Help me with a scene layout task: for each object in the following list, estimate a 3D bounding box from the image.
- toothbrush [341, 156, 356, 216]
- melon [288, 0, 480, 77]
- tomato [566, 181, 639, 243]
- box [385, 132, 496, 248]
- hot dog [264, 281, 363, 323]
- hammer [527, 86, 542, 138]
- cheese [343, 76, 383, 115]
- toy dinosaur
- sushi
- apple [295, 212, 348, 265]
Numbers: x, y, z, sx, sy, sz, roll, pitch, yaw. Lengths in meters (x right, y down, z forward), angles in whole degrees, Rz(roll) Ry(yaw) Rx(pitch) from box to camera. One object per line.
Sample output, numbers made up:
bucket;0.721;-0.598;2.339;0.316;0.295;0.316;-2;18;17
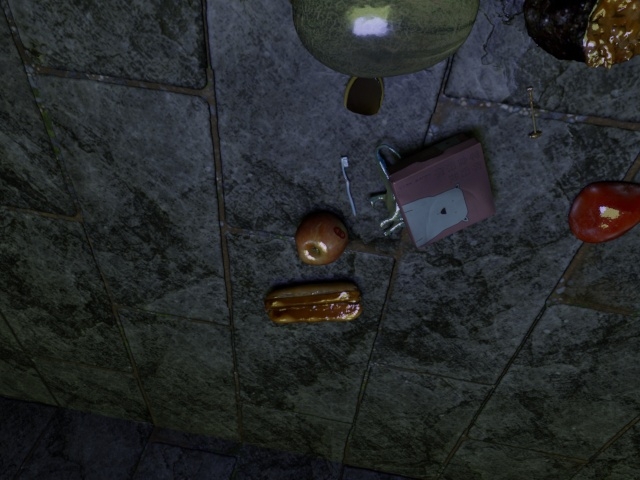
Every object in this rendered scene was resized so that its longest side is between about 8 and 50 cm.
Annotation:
toothbrush;0.076;-0.137;1.235;0.019;0.013;0.193;-8;130;8
melon;0.108;-0.412;0.821;0.330;0.248;0.248;7;133;2
tomato;0.698;-0.051;1.130;0.167;0.082;0.174;7;131;5
box;0.284;-0.119;1.113;0.215;0.086;0.215;-26;125;4
hot dog;-0.033;0.196;1.509;0.338;0.100;0.135;-8;121;17
hammer;0.463;-0.278;1.024;0.029;0.014;0.123;-16;124;14
cheese;0.103;-0.353;1.017;0.086;0.036;0.162;14;133;4
toy dinosaur;0.206;-0.088;1.214;0.147;0.076;0.363;-33;122;15
sushi;0.477;-0.426;0.695;0.348;0.207;0.234;-44;122;7
apple;0.000;0.000;1.298;0.147;0.131;0.146;10;131;11
